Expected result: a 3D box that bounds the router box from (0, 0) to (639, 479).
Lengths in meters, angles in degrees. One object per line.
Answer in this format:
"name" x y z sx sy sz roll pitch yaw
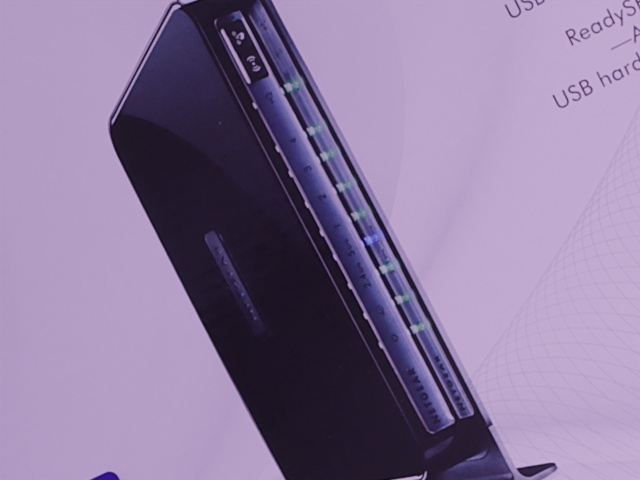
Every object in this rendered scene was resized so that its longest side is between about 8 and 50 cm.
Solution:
"router box" 0.000 0.000 0.442 0.301 0.335 0.082 62 15 -5
